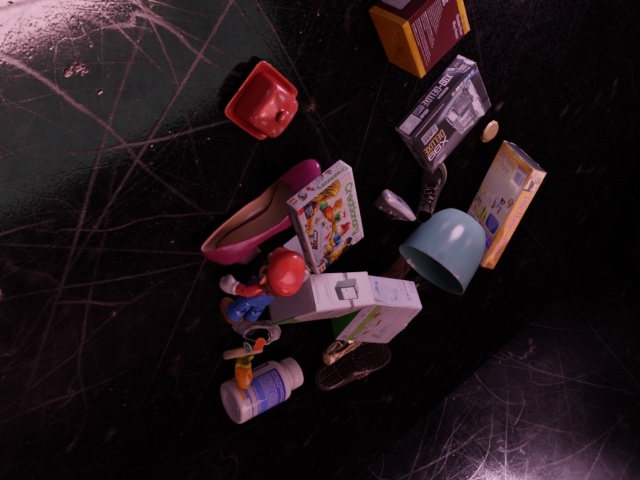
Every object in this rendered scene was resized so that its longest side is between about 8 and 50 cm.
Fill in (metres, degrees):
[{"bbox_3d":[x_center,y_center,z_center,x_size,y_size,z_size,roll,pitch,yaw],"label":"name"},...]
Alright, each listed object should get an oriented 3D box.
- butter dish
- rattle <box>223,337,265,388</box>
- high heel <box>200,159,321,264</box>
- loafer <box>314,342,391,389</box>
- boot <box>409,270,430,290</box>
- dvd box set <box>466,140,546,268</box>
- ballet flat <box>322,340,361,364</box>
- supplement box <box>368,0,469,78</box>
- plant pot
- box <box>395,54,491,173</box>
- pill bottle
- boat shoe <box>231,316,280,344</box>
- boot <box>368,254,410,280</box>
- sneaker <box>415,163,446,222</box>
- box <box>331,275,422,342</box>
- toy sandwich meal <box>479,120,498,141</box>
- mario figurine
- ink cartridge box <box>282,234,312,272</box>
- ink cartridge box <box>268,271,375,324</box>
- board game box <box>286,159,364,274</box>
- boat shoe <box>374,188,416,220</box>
[{"bbox_3d":[-0.116,-0.312,1.356,0.160,0.118,0.160,-52,144,6],"label":"butter dish"},{"bbox_3d":[-0.229,0.392,1.810,0.130,0.200,0.142,18,67,-34],"label":"rattle"},{"bbox_3d":[-0.153,-0.077,1.517,0.377,0.127,0.181,-52,155,11],"label":"high heel"},{"bbox_3d":[0.126,0.522,2.394,0.366,0.133,0.130,-17,160,-23],"label":"loafer"},{"bbox_3d":[0.425,0.162,2.418,0.121,0.045,0.099,-23,134,-30],"label":"boot"},{"bbox_3d":[0.690,-0.142,2.211,0.062,0.307,0.420,15,116,-13],"label":"dvd box set"},{"bbox_3d":[0.092,0.420,2.292,0.206,0.073,0.067,-35,128,-24],"label":"ballet flat"},{"bbox_3d":[0.263,-0.576,1.493,0.194,0.129,0.191,-45,144,-3],"label":"supplement box"},{"bbox_3d":[0.484,0.022,2.157,0.235,0.293,0.293,-51,145,-10],"label":"plant pot"},{"bbox_3d":[0.402,-0.400,1.844,0.307,0.076,0.242,-49,144,1],"label":"box"},{"bbox_3d":[-0.200,0.516,2.002,0.272,0.152,0.152,-19,135,-34],"label":"pill bottle"},{"bbox_3d":[-0.197,0.308,1.874,0.079,0.081,0.227,-53,144,7],"label":"boat shoe"},{"bbox_3d":[0.248,0.135,2.201,0.207,0.090,0.248,-56,142,-11],"label":"boot"},{"bbox_3d":[0.388,-0.169,1.996,0.118,0.083,0.222,-69,165,-44],"label":"sneaker"},{"bbox_3d":[0.199,0.258,2.076,0.231,0.126,0.262,8,139,-25],"label":"box"},{"bbox_3d":[0.625,-0.406,2.113,0.086,0.029,0.085,-24,133,-29],"label":"toy sandwich meal"},{"bbox_3d":[-0.163,0.114,1.660,0.320,0.170,0.198,-41,180,37],"label":"mario figurine"},{"bbox_3d":[0.000,0.000,1.770,0.209,0.109,0.062,-39,143,-13],"label":"ink cartridge box"},{"bbox_3d":[0.003,0.187,1.859,0.211,0.121,0.289,-23,164,40],"label":"ink cartridge box"},{"bbox_3d":[0.021,-0.055,1.587,0.193,0.053,0.305,-40,146,-17],"label":"board game box"},{"bbox_3d":[0.256,-0.106,1.973,0.076,0.080,0.228,-38,151,18],"label":"boat shoe"}]
